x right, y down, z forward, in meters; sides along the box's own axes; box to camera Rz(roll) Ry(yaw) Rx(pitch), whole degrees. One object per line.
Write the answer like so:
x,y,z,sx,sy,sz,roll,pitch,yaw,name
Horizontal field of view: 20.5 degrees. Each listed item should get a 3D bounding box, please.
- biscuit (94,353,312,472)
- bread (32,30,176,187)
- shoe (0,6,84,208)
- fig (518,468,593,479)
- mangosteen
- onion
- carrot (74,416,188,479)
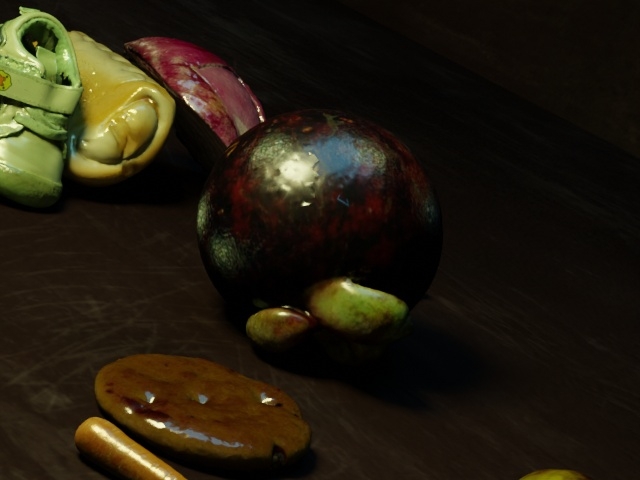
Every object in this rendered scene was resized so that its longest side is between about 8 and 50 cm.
-0.110,0.157,1.665,0.212,0.036,0.212,17,16,-5,biscuit
-0.307,-0.171,2.302,0.173,0.121,0.311,-36,39,-13,bread
-0.362,-0.168,2.126,0.140,0.128,0.262,12,50,-27,shoe
0.218,0.260,1.545,0.153,0.121,0.136,3,18,-43,fig
0.000,0.000,1.931,0.288,0.288,0.288,17,16,-5,mangosteen
-0.127,-0.165,2.337,0.247,0.111,0.250,38,-18,50,onion
-0.132,0.204,1.490,0.190,0.037,0.037,29,19,26,carrot
